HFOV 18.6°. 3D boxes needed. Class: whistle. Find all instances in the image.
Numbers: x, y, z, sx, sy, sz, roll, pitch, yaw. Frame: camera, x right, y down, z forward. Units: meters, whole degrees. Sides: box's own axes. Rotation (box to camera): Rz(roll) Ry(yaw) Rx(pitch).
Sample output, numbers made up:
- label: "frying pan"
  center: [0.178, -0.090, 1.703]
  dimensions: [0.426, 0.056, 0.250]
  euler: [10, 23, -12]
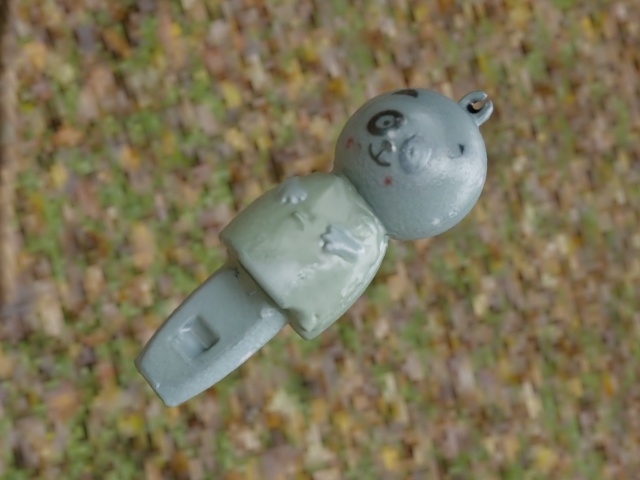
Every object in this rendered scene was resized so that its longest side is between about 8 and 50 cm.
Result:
- label: "whistle"
  center: [0.000, 0.000, 0.438]
  dimensions: [0.035, 0.100, 0.035]
  euler: [49, -3, 4]
